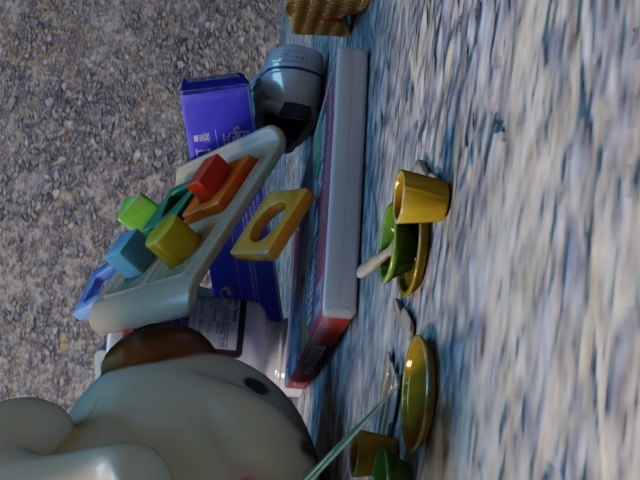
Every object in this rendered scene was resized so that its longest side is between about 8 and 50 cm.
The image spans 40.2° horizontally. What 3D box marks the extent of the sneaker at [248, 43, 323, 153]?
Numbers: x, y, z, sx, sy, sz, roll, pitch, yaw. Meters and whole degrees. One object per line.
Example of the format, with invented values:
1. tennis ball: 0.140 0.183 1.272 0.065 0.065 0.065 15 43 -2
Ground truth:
1. sneaker: -0.054 -0.151 1.064 0.258 0.094 0.091 128 152 -78

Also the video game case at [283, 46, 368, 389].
1. video game case: 0.000 0.000 0.730 0.285 0.025 0.204 110 164 -69

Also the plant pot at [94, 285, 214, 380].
1. plant pot: -0.190 0.215 1.400 0.252 0.247 0.247 -65 -12 -52

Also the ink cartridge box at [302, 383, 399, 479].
1. ink cartridge box: -0.049 0.173 0.342 0.235 0.056 0.171 -39 -11 -24

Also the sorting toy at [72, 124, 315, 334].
1. sorting toy: -0.130 -0.016 0.784 0.347 0.047 0.196 -15 41 48

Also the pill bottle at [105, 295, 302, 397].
1. pill bottle: -0.112 0.110 0.883 0.108 0.193 0.108 -174 90 -85

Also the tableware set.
1. tableware set: 0.031 0.043 0.385 0.104 0.024 0.154 -104 21 -72

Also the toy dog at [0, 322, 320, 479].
1. toy dog: -0.167 0.237 0.579 0.285 0.408 0.395 56 151 3

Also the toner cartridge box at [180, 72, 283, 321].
1. toner cartridge box: -0.095 -0.009 0.995 0.165 0.075 0.348 -114 16 -73

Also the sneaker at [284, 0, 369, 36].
1. sneaker: 0.002 -0.220 0.702 0.185 0.069 0.084 -170 81 -83
